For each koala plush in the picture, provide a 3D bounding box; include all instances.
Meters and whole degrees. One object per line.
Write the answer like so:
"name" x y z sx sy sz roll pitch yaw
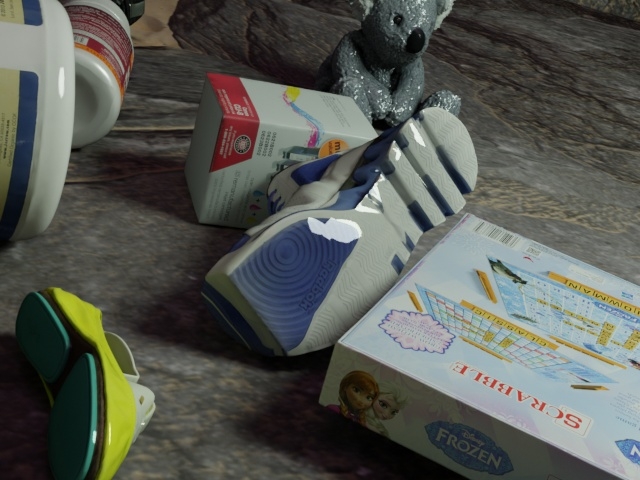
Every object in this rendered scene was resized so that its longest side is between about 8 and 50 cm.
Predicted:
"koala plush" 0.094 -0.275 1.622 0.196 0.221 0.203 4 27 -23

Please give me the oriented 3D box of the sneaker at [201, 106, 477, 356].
"sneaker" 0.001 -0.001 1.111 0.315 0.127 0.182 -41 16 -34

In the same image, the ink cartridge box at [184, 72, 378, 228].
"ink cartridge box" -0.044 -0.090 1.256 0.176 0.128 0.127 6 26 -19

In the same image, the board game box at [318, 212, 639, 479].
"board game box" 0.207 0.112 0.977 0.319 0.066 0.318 25 29 17

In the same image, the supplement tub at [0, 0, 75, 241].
"supplement tub" -0.388 -0.121 0.995 0.316 0.228 0.228 5 27 -24

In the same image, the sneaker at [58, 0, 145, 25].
"sneaker" -0.313 -0.337 1.655 0.146 0.102 0.293 2 27 -29

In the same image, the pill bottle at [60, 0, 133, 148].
"pill bottle" -0.282 -0.205 1.350 0.121 0.121 0.221 12 29 -9

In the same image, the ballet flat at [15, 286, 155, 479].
"ballet flat" -0.163 0.106 0.843 0.077 0.077 0.231 21 17 -32
